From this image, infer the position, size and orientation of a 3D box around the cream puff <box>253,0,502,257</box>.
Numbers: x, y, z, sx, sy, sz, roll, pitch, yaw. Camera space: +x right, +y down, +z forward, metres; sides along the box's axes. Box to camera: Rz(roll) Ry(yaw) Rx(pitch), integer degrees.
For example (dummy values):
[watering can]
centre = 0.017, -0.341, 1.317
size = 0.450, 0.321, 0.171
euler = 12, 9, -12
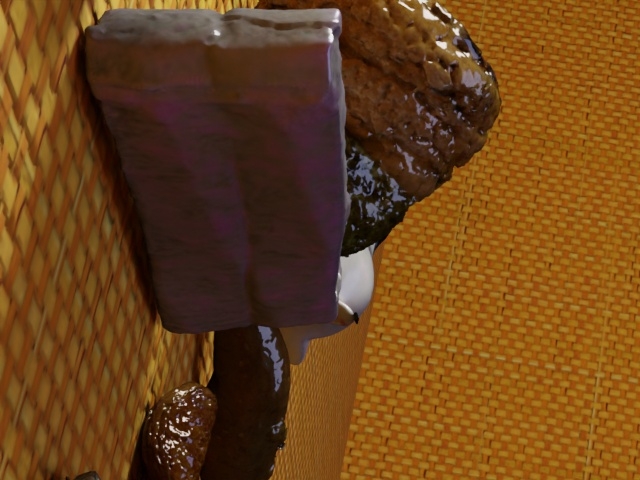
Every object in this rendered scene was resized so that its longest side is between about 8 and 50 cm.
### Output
[cream puff]
centre = 0.003, -0.069, 1.022
size = 0.169, 0.183, 0.183
euler = -53, 168, -13

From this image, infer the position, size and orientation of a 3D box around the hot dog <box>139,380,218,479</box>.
[hot dog]
centre = -0.083, 0.121, 0.945
size = 0.058, 0.035, 0.083
euler = 94, 8, -51

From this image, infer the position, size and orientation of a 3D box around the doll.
[doll]
centre = -0.001, -0.006, 1.255
size = 0.110, 0.107, 0.181
euler = -53, -168, 51

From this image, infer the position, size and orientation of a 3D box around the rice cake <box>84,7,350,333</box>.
[rice cake]
centre = -0.039, -0.026, 0.786
size = 0.298, 0.106, 0.050
euler = 87, 4, -67

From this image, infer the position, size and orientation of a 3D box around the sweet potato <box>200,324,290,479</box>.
[sweet potato]
centre = -0.054, 0.133, 1.126
size = 0.067, 0.067, 0.274
euler = -71, 166, -61

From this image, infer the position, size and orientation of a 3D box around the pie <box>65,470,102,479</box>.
[pie]
centre = -0.116, 0.234, 0.710
size = 0.274, 0.055, 0.274
euler = 8, 90, -90
